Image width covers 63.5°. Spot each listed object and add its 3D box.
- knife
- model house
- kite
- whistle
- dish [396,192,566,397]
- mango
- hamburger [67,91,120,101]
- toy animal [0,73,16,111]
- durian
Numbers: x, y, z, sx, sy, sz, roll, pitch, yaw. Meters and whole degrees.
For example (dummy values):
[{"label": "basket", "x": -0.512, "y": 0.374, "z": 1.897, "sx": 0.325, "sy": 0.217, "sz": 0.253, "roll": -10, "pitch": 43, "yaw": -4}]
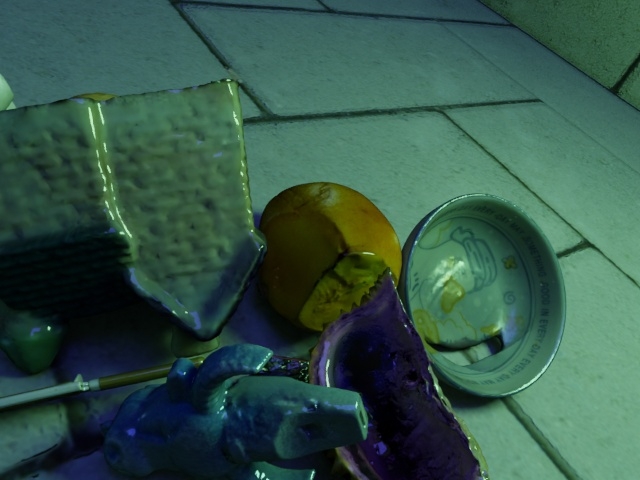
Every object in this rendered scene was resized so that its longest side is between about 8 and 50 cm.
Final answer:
[{"label": "knife", "x": -0.242, "y": 0.143, "z": 0.508, "sx": 0.256, "sy": 0.046, "sz": 0.022, "roll": -9, "pitch": 77, "yaw": -16}, {"label": "model house", "x": -0.211, "y": -0.006, "z": 0.570, "sx": 0.298, "sy": 0.243, "sz": 0.284, "roll": -11, "pitch": 92, "yaw": -8}, {"label": "kite", "x": -0.011, "y": 0.196, "z": 0.613, "sx": 0.189, "sy": 0.009, "sz": 0.232, "roll": -26, "pitch": 60, "yaw": -40}, {"label": "whistle", "x": -0.088, "y": 0.174, "z": 0.488, "sx": 0.269, "sy": 0.180, "sz": 0.093, "roll": -8, "pitch": 28, "yaw": 16}, {"label": "dish", "x": 0.206, "y": 0.081, "z": 0.749, "sx": 0.273, "sy": 0.134, "sz": 0.273, "roll": 5, "pitch": 78, "yaw": -22}, {"label": "mango", "x": 0.000, "y": 0.000, "z": 0.714, "sx": 0.138, "sy": 0.187, "sz": 0.257, "roll": 38, "pitch": 18, "yaw": -36}, {"label": "hamburger", "x": -0.308, "y": -0.143, "z": 0.754, "sx": 0.162, "sy": 0.115, "sz": 0.162, "roll": 15, "pitch": 40, "yaw": -13}, {"label": "toy animal", "x": -0.505, "y": -0.131, "z": 0.594, "sx": 0.265, "sy": 0.271, "sz": 0.206, "roll": -37, "pitch": 91, "yaw": -22}, {"label": "durian", "x": 0.091, "y": 0.202, "z": 0.555, "sx": 0.186, "sy": 0.153, "sz": 0.260, "roll": 44, "pitch": 19, "yaw": -39}]
